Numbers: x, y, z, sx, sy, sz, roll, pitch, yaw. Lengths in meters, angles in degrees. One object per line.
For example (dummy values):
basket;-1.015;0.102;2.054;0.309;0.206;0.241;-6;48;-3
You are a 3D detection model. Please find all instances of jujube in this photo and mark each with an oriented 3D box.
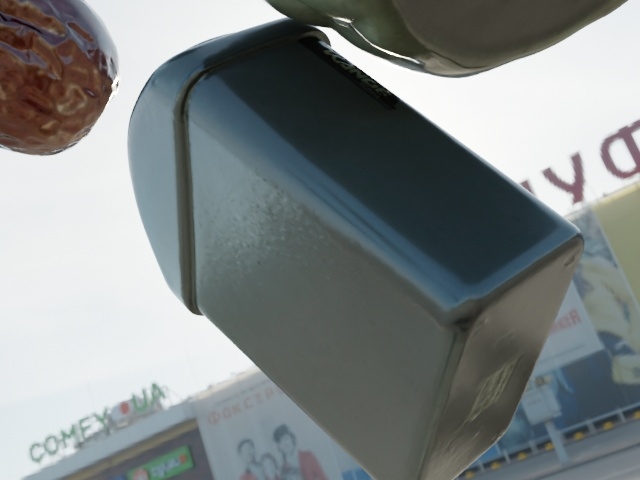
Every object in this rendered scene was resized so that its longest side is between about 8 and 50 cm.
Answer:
jujube;-0.301;-0.183;0.763;0.236;0.168;0.168;34;-45;-24

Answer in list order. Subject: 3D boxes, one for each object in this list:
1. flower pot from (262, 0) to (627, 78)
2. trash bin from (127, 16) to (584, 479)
flower pot;0.054;-0.200;0.365;0.246;0.195;0.246;-20;-35;-15
trash bin;0.000;0.000;0.428;0.101;0.236;0.177;-27;-38;-32
